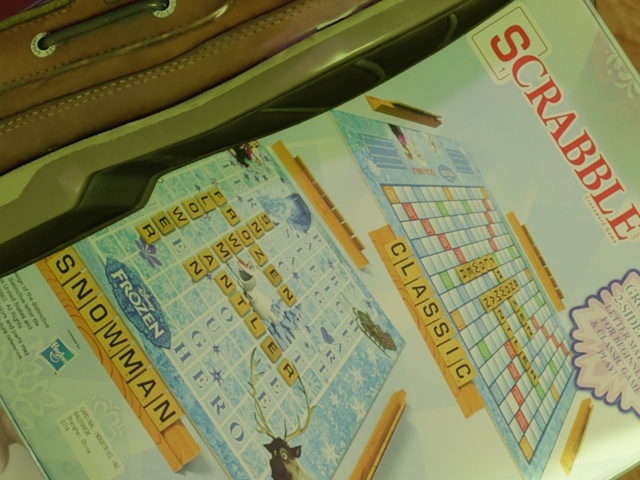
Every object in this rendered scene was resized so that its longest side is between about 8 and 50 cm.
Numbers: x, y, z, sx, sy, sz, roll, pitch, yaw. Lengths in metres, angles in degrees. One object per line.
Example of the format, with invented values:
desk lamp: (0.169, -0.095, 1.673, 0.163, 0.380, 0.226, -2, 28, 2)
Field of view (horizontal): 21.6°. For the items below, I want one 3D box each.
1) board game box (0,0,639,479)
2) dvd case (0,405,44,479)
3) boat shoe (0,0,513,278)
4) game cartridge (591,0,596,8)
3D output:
board game box: (0.000, 0.000, 0.756, 0.318, 0.066, 0.319, -32, 84, 5)
dvd case: (-0.247, 0.176, 0.865, 0.253, 0.022, 0.180, -9, 91, 3)
boat shoe: (-0.056, -0.085, 0.677, 0.307, 0.111, 0.104, -25, 84, 5)
game cartridge: (0.020, -0.109, 0.825, 0.230, 0.068, 0.355, -4, 91, 0)
